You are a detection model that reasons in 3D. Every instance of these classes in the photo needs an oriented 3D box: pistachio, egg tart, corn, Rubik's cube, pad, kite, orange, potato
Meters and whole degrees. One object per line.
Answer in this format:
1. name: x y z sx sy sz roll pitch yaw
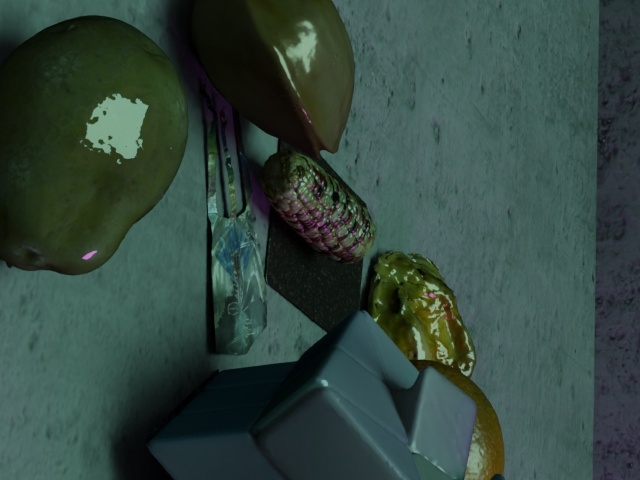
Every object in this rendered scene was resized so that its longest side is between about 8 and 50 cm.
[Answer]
1. pistachio: -0.039 -0.189 1.678 0.260 0.163 0.212 57 16 -36
2. egg tart: 0.151 0.153 2.243 0.297 0.132 0.297 -7 90 -66
3. corn: -0.007 -0.042 1.874 0.253 0.086 0.086 40 51 -60
4. Rubik's cube: 0.010 0.276 1.573 0.368 0.358 0.387 50 17 -1
5. pad: 0.000 0.000 2.010 0.330 0.004 0.220 44 48 -61
6. kite: -0.097 -0.023 1.751 0.169 0.015 0.310 -9 97 -71
7. orange: 0.117 0.288 1.983 0.264 0.264 0.264 -2 90 -69
8. potato: -0.202 -0.081 1.282 0.178 0.160 0.235 28 71 -23
